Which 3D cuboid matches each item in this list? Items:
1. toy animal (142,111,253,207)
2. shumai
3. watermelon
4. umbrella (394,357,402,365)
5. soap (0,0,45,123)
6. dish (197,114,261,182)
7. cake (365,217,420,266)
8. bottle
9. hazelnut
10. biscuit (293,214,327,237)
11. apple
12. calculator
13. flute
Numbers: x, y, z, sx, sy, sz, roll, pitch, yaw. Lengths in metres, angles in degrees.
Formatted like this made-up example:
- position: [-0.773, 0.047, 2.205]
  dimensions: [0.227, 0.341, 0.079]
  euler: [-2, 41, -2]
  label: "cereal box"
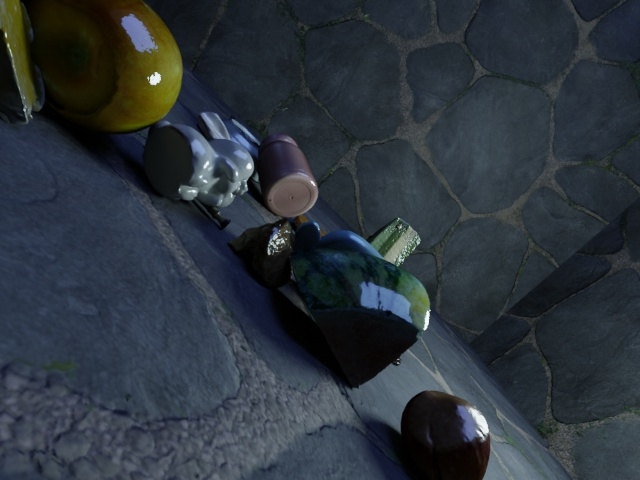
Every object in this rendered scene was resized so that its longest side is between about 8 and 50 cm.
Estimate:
- position: [-0.221, -0.147, 0.787]
  dimensions: [0.178, 0.127, 0.193]
  euler: [45, 24, 7]
  label: "toy animal"
- position: [-0.099, 0.019, 0.846]
  dimensions: [0.105, 0.139, 0.123]
  euler: [15, -44, 36]
  label: "shumai"
- position: [0.053, 0.129, 0.810]
  dimensions: [0.262, 0.201, 0.213]
  euler: [17, 18, -10]
  label: "watermelon"
- position: [0.182, 0.298, 1.096]
  dimensions: [0.083, 0.020, 0.031]
  euler: [28, 18, -48]
  label: "umbrella"
- position: [-0.498, -0.270, 0.426]
  dimensions: [0.339, 0.304, 0.169]
  euler: [-2, 38, -20]
  label: "soap"
- position: [-0.289, -0.350, 1.571]
  dimensions: [0.316, 0.106, 0.316]
  euler: [45, 9, -9]
  label: "dish"
- position: [0.237, 0.061, 1.654]
  dimensions: [0.158, 0.284, 0.172]
  euler: [44, 25, -7]
  label: "cake"
- position: [-0.128, -0.215, 1.426]
  dimensions: [0.173, 0.206, 0.296]
  euler: [3, 42, -23]
  label: "bottle"
- position: [0.201, 0.324, 0.710]
  dimensions: [0.143, 0.143, 0.154]
  euler: [38, -5, -42]
  label: "hazelnut"
- position: [-0.001, 0.001, 1.522]
  dimensions: [0.202, 0.044, 0.289]
  euler: [50, 8, 22]
  label: "biscuit"
- position: [-0.326, -0.274, 0.653]
  dimensions: [0.237, 0.237, 0.207]
  euler: [42, 12, -21]
  label: "apple"
- position: [0.051, 0.078, 0.941]
  dimensions: [0.303, 0.188, 0.042]
  euler: [42, 30, -20]
  label: "calculator"
- position: [-0.263, -0.113, 0.856]
  dimensions: [0.233, 0.027, 0.027]
  euler: [47, 9, 5]
  label: "flute"
